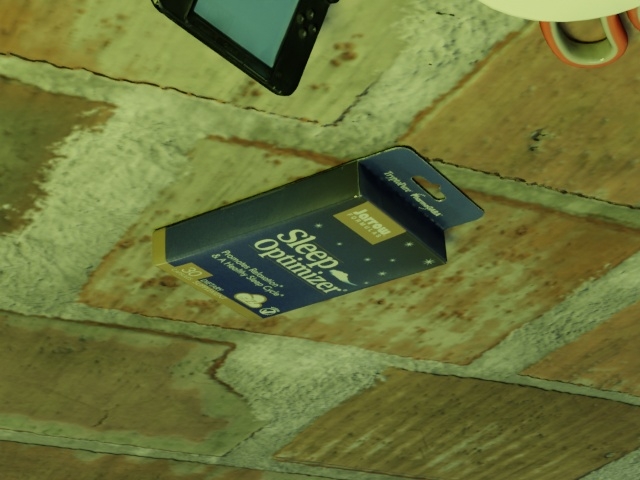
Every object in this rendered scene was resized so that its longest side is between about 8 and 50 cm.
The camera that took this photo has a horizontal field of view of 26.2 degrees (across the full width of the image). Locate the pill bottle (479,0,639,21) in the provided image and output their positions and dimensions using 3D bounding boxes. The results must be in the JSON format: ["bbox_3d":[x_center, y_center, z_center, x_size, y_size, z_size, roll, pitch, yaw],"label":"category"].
[{"bbox_3d":[0.082,-0.193,0.497,0.121,0.216,0.121,-2,153,-1],"label":"pill bottle"}]

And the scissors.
[{"bbox_3d":[0.155,-0.180,0.739,0.109,0.021,0.297,-9,153,16],"label":"scissors"}]

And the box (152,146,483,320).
[{"bbox_3d":[0.000,0.000,1.060,0.225,0.037,0.136,-19,148,27],"label":"box"}]

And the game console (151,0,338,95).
[{"bbox_3d":[-0.015,-0.146,0.743,0.071,0.107,0.122,12,167,42],"label":"game console"}]
